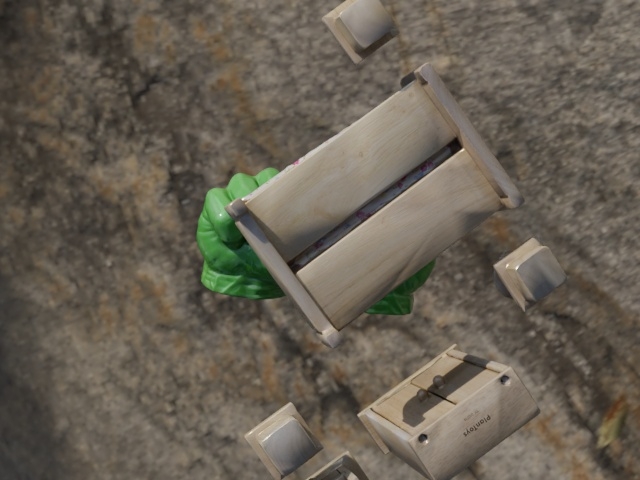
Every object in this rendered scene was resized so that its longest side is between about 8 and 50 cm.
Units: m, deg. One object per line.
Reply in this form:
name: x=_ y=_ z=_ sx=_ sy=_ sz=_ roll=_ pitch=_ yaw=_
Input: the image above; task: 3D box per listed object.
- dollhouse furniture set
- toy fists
dollhouse furniture set: x=0.007 y=0.029 z=0.984 sx=0.355 sy=0.303 sz=0.174 roll=55 pitch=171 yaw=-5
toy fists: x=0.000 y=0.000 z=1.328 sx=0.096 sy=0.279 sz=0.142 roll=-112 pitch=30 yaw=-71
